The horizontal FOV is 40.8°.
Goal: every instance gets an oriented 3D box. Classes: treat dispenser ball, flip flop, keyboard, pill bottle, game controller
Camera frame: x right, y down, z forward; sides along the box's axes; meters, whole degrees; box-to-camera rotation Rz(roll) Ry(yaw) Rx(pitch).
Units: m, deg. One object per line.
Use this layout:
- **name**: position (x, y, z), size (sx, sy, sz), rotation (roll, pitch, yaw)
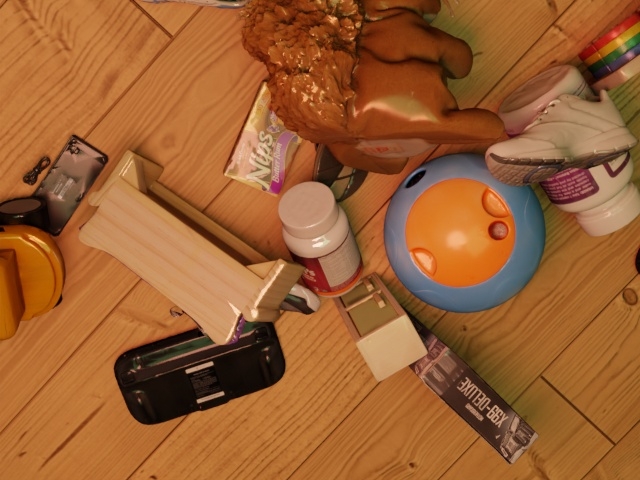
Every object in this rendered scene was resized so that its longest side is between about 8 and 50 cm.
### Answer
- **treat dispenser ball**: position (0.257, -0.013, 1.547), size (0.288, 0.288, 0.288), rotation (-2, 103, -8)
- **flip flop**: position (0.030, -0.205, 1.580), size (0.112, 0.080, 0.277), rotation (3, 87, -29)
- **keyboard**: position (-0.476, -0.105, 1.556), size (0.108, 0.023, 0.180), rotation (33, 96, -21)
- **pill bottle**: position (0.000, 0.000, 1.547), size (0.121, 0.121, 0.221), rotation (-25, 143, -2)
- **game controller**: position (-0.230, 0.250, 1.664), size (0.319, 0.067, 0.166), rotation (-17, 119, -4)
- **pill bottle**: position (0.475, -0.161, 1.607), size (0.169, 0.169, 0.301), rotation (-36, 105, 1)

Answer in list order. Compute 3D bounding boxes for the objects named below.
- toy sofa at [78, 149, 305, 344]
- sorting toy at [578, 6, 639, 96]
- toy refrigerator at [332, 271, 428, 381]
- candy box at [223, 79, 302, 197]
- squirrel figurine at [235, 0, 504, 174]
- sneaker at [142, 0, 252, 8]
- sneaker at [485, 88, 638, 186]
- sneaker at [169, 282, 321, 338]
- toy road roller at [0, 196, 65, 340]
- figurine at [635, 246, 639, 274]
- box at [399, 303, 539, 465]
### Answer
- **toy sofa**: position (-0.223, 0.017, 1.482), size (0.362, 0.150, 0.177), rotation (34, 92, 12)
- **sorting toy**: position (0.583, -0.372, 1.537), size (0.257, 0.255, 0.089), rotation (-35, 90, 1)
- **toy refrigerator**: position (0.100, 0.147, 1.571), size (0.102, 0.269, 0.094), rotation (-30, 105, 0)
- **candy box**: position (-0.094, -0.185, 1.577), size (0.109, 0.053, 0.187), rotation (23, 98, -13)
- **squirrel figurine**: position (0.073, -0.333, 1.421), size (0.397, 0.281, 0.370), rotation (6, 77, -28)
- **sneaker**: position (-0.222, -0.445, 1.480), size (0.237, 0.086, 0.085), rotation (0, 105, -7)
- **sneaker**: position (0.390, -0.173, 1.442), size (0.297, 0.111, 0.129), rotation (-14, 79, -28)
- **sneaker**: position (-0.142, 0.124, 1.592), size (0.268, 0.101, 0.153), rotation (19, 82, 0)
- **toy road roller**: position (-0.601, 0.058, 1.451), size (0.329, 0.240, 0.202), rotation (-4, 113, -6)
- **figurine**: position (0.762, 0.073, 1.682), size (0.215, 0.209, 0.092), rotation (15, 101, -12)
- **box**: position (0.244, 0.256, 1.598), size (0.242, 0.307, 0.076), rotation (44, 90, -16)
